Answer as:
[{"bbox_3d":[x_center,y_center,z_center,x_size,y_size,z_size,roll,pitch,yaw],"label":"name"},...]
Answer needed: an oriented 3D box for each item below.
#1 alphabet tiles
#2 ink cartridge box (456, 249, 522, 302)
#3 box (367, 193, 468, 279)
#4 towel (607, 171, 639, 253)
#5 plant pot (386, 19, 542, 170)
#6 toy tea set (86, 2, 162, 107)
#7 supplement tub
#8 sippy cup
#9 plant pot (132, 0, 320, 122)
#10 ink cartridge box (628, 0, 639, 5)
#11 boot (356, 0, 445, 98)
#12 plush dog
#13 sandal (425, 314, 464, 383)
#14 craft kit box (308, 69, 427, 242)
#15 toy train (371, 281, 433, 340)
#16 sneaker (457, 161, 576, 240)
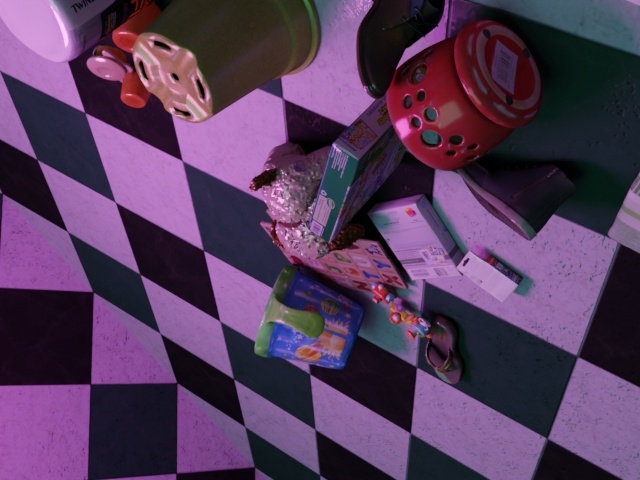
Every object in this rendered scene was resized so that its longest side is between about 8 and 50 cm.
[{"bbox_3d":[0.027,0.032,1.830,0.342,0.011,0.285,10,150,39],"label":"alphabet tiles"},{"bbox_3d":[0.331,0.064,1.572,0.115,0.029,0.063,37,137,9],"label":"ink cartridge box"},{"bbox_3d":[0.199,-0.003,1.636,0.145,0.038,0.186,-10,123,51],"label":"box"},{"bbox_3d":[0.581,-0.053,1.158,0.248,0.038,0.325,31,149,20],"label":"towel"},{"bbox_3d":[0.225,-0.220,1.204,0.191,0.191,0.174,50,141,-12],"label":"plant pot"},{"bbox_3d":[-0.388,-0.417,1.744,0.200,0.124,0.336,24,155,-29],"label":"toy tea set"},{"bbox_3d":[-0.394,-0.483,1.414,0.207,0.338,0.207,28,147,21],"label":"supplement tub"},{"bbox_3d":[-0.018,0.204,1.957,0.224,0.305,0.240,19,120,6],"label":"sippy cup"},{"bbox_3d":[-0.185,-0.351,1.425,0.276,0.254,0.276,29,147,21],"label":"plant pot"},{"bbox_3d":[0.317,-0.412,0.944,0.237,0.100,0.172,30,147,20],"label":"ink cartridge box"},{"bbox_3d":[0.120,-0.318,1.185,0.082,0.219,0.106,26,156,-39],"label":"boot"},{"bbox_3d":[-0.035,-0.064,1.630,0.262,0.210,0.225,6,121,42],"label":"plush dog"},{"bbox_3d":[0.281,0.262,1.847,0.090,0.060,0.219,23,144,28],"label":"sandal"},{"bbox_3d":[0.086,-0.149,1.383,0.061,0.246,0.250,33,148,9],"label":"craft kit box"},{"bbox_3d":[0.178,0.168,1.800,0.166,0.046,0.125,39,172,31],"label":"toy train"},{"bbox_3d":[0.328,-0.097,1.356,0.083,0.118,0.222,46,-177,-43],"label":"sneaker"}]
